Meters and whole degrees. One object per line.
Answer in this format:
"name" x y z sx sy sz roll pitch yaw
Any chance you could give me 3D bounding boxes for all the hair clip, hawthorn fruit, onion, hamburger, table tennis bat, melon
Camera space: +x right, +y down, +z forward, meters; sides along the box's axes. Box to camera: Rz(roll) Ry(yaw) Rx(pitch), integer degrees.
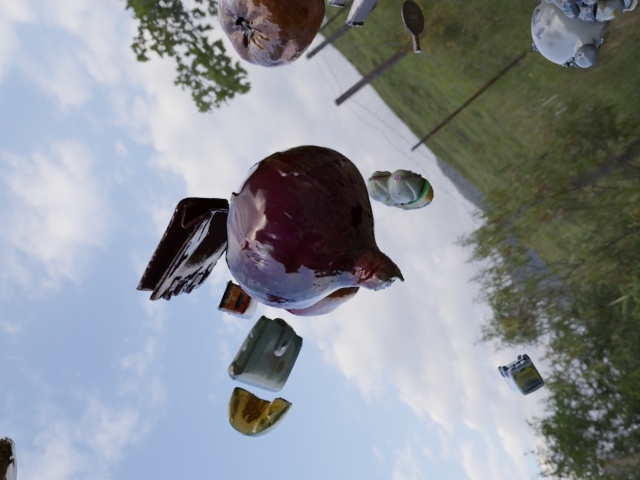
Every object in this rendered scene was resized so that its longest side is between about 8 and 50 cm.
"hair clip" 0.143 -0.723 1.472 0.085 0.330 0.101 -16 -116 -45
"hawthorn fruit" -0.038 0.102 1.706 0.330 0.287 0.287 -21 -106 -35
"hawthorn fruit" -0.095 -0.496 1.251 0.263 0.235 0.231 -2 -135 -33
"onion" 0.000 0.000 1.134 0.385 0.347 0.348 31 -169 29
"hamburger" -0.524 0.382 0.892 0.083 0.147 0.138 8 -140 -20
"table tennis bat" 0.269 -0.686 1.868 0.108 0.119 0.169 -6 -92 -41
"melon" -0.146 0.408 1.315 0.128 0.160 0.079 -53 -40 -41

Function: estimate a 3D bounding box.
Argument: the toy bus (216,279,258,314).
"toy bus" -0.308 0.238 2.167 0.120 0.121 0.265 19 167 5

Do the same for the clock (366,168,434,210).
"clock" 0.220 -0.148 1.614 0.144 0.231 0.103 28 -106 -32

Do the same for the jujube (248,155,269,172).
"jujube" -0.146 -0.183 1.540 0.077 0.129 0.077 17 -117 -37

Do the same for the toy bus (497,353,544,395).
"toy bus" 0.435 0.293 1.233 0.075 0.064 0.190 60 -176 18

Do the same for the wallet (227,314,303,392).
"wallet" -0.180 0.394 1.987 0.083 0.252 0.360 21 167 26

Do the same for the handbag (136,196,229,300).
"handbag" -0.326 0.020 1.459 0.084 0.275 0.260 34 -170 11

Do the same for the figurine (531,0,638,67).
"figurine" 0.571 -0.517 1.229 0.186 0.260 0.382 18 175 12
